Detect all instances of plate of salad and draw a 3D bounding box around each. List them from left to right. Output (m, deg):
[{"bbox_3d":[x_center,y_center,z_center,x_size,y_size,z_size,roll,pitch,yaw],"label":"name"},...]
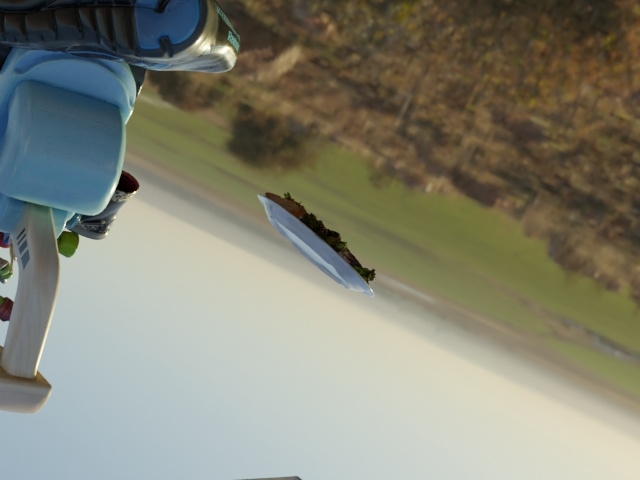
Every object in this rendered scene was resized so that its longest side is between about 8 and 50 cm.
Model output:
[{"bbox_3d":[0.000,0.000,1.597,0.200,0.048,0.200,40,173,6],"label":"plate of salad"}]

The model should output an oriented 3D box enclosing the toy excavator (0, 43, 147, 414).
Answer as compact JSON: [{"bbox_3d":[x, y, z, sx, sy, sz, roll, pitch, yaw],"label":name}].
[{"bbox_3d":[-0.389,-0.050,1.686,0.222,0.433,0.445,16,-148,-32],"label":"toy excavator"}]

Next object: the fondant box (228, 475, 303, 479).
[{"bbox_3d":[-0.142,0.478,1.677,0.096,0.330,0.238,45,154,-12],"label":"fondant box"}]

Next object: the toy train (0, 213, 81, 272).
[{"bbox_3d":[-0.481,-0.007,2.137,0.143,0.105,0.248,28,-146,-36],"label":"toy train"}]

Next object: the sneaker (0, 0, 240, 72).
[{"bbox_3d":[-0.243,-0.236,1.292,0.341,0.125,0.139,20,179,24],"label":"sneaker"}]

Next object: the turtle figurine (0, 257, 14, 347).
[{"bbox_3d":[-0.646,0.120,2.261,0.274,0.198,0.266,-5,131,51],"label":"turtle figurine"}]

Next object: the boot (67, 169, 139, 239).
[{"bbox_3d":[-0.503,-0.100,2.510,0.236,0.085,0.178,21,136,-28],"label":"boot"}]
